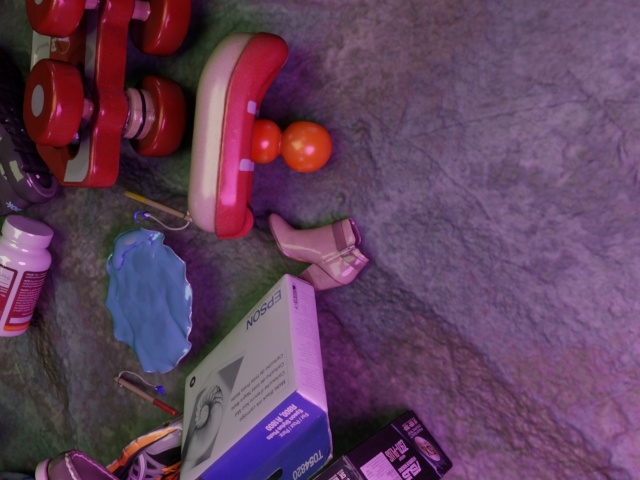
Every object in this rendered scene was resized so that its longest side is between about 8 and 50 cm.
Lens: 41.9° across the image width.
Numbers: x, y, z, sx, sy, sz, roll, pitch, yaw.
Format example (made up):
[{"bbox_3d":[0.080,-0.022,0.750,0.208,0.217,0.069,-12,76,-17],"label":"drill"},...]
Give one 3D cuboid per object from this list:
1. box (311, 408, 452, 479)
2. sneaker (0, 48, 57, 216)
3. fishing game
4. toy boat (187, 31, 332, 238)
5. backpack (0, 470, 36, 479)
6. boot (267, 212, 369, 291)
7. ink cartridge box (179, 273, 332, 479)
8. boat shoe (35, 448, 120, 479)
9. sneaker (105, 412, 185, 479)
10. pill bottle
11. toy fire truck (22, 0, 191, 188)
[{"bbox_3d":[0.034,0.263,0.851,0.147,0.180,0.077,-43,75,22],"label":"box"},{"bbox_3d":[-0.453,-0.158,1.132,0.106,0.101,0.267,-25,79,17],"label":"sneaker"},{"bbox_3d":[-0.209,0.074,1.042,0.189,0.041,0.264,15,106,42],"label":"fishing game"},{"bbox_3d":[-0.062,-0.113,0.933,0.151,0.151,0.231,6,96,-3],"label":"toy boat"},{"bbox_3d":[-0.453,0.445,1.118,0.225,0.191,0.253,-8,83,28],"label":"backpack"},{"bbox_3d":[0.000,0.000,0.945,0.087,0.042,0.118,-33,78,18],"label":"boot"},{"bbox_3d":[-0.077,0.184,0.897,0.223,0.045,0.224,-46,33,30],"label":"ink cartridge box"},{"bbox_3d":[-0.192,0.355,0.968,0.097,0.116,0.324,-36,101,7],"label":"boat shoe"},{"bbox_3d":[-0.211,0.289,1.042,0.215,0.084,0.083,-45,75,31],"label":"sneaker"},{"bbox_3d":[-0.418,0.047,1.136,0.086,0.086,0.152,30,105,24],"label":"pill bottle"},{"bbox_3d":[-0.297,-0.217,1.042,0.254,0.169,0.302,8,95,51],"label":"toy fire truck"}]
